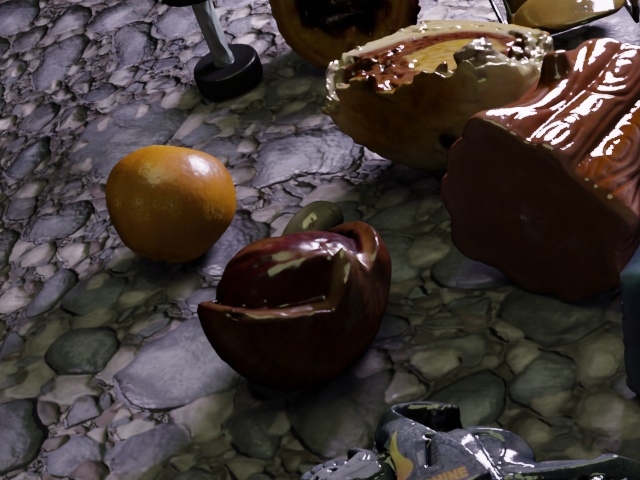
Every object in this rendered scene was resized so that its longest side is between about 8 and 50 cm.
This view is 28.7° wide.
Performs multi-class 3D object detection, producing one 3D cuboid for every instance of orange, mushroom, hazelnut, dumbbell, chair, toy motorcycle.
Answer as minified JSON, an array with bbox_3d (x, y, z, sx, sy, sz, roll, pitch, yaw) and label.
[{"bbox_3d":[-0.177,-0.041,1.474,0.159,0.159,0.136,2,83,26],"label":"orange"},{"bbox_3d":[0.000,0.000,1.405,0.079,0.085,0.085,39,60,11],"label":"mushroom"},{"bbox_3d":[-0.020,0.056,1.262,0.170,0.160,0.201,8,50,34],"label":"hazelnut"},{"bbox_3d":[-0.153,-0.297,1.739,0.100,0.191,0.100,-13,37,10],"label":"dumbbell"},{"bbox_3d":[0.301,-0.323,1.585,0.159,0.172,0.247,-18,62,3],"label":"chair"},{"bbox_3d":[0.128,0.213,1.043,0.307,0.108,0.173,10,40,30],"label":"toy motorcycle"}]

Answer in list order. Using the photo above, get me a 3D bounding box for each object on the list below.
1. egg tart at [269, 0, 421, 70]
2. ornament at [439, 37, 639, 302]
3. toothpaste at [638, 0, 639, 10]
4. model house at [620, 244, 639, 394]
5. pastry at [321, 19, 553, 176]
[{"bbox_3d":[0.044,-0.348,1.713,0.215,0.215,0.171,-4,29,20],"label":"egg tart"},{"bbox_3d":[0.260,-0.086,1.281,0.217,0.221,0.235,-43,16,-33],"label":"ornament"},{"bbox_3d":[0.443,-0.330,1.623,0.100,0.066,0.323,-14,32,16],"label":"toothpaste"},{"bbox_3d":[0.413,0.023,1.063,0.297,0.339,0.360,36,70,-2],"label":"model house"},{"bbox_3d":[0.148,-0.163,1.467,0.256,0.170,0.237,-1,21,30],"label":"pastry"}]
